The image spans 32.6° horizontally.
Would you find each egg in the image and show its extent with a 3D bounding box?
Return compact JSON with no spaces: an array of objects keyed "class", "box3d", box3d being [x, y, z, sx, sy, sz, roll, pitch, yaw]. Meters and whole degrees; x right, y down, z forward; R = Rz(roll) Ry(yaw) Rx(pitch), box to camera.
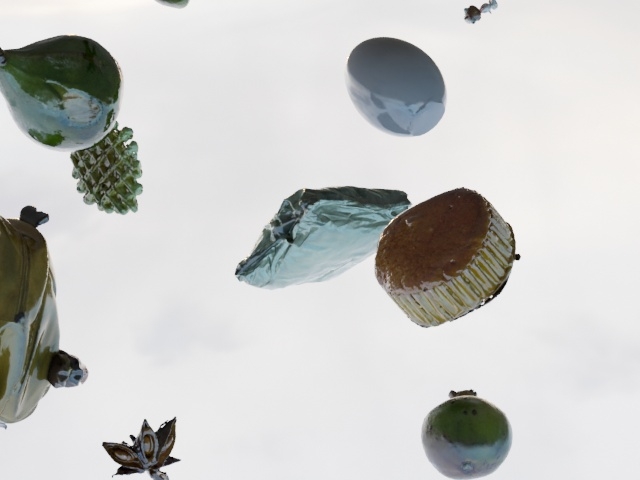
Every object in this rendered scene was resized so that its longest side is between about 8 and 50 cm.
[{"class":"egg","box3d":[0.141,-0.304,2.138,0.176,0.176,0.232,-19,-127,-43]}]

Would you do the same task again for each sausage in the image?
[{"class":"sausage","box3d":[-0.553,0.288,2.472,0.042,0.158,0.036,-35,-109,-12]}]

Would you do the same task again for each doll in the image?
[{"class":"doll","box3d":[0.347,-0.497,2.377,0.085,0.040,0.058,-27,-179,1]}]

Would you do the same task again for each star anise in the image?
[{"class":"star anise","box3d":[-0.351,0.434,2.271,0.212,0.157,0.053,26,180,-34]}]

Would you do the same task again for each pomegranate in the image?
[{"class":"pomegranate","box3d":[0.202,0.271,1.518,0.130,0.130,0.130,1,-160,0]}]

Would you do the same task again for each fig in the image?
[{"class":"fig","box3d":[-0.434,-0.251,1.769,0.245,0.195,0.195,26,-176,-34]}]

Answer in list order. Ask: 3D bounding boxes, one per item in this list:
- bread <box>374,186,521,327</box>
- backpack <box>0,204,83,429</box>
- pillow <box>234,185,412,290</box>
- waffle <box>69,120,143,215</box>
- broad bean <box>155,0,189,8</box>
[{"class":"bread","box3d":[0.168,0.017,1.524,0.199,0.104,0.199,-28,-141,25]},{"class":"backpack","box3d":[-0.562,0.124,1.855,0.201,0.378,0.353,9,-171,-46]},{"class":"pillow","box3d":[0.000,0.000,2.180,0.310,0.283,0.138,-4,-122,-46]},{"class":"waffle","box3d":[-0.387,-0.135,1.972,0.169,0.183,0.036,11,-154,32]},{"class":"broad bean","box3d":[-0.282,-0.431,1.786,0.067,0.075,0.325,-1,-160,-31]}]
